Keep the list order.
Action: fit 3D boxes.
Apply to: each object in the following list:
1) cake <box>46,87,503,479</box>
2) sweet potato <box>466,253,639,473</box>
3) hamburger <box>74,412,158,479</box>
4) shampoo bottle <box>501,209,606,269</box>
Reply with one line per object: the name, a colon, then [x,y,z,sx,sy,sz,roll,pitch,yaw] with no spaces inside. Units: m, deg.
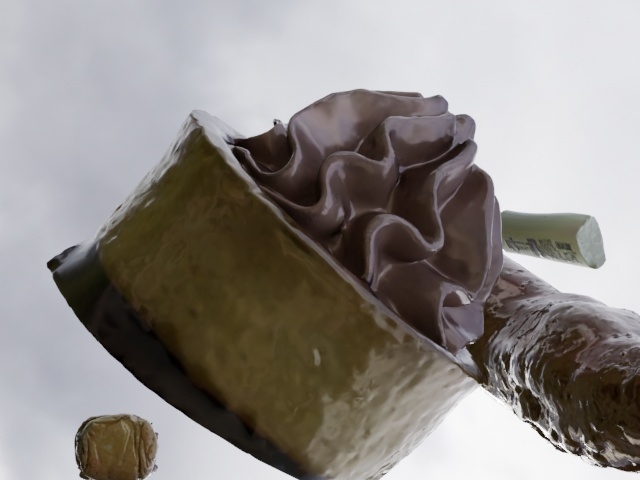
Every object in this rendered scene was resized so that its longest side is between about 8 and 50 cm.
cake: [0.000,0.000,0.723,0.178,0.208,0.185,-57,-163,9]
sweet potato: [0.151,0.077,0.886,0.354,0.095,0.106,-139,-136,-69]
hamburger: [-0.201,0.206,1.489,0.044,0.083,0.076,-148,-119,-80]
shampoo bottle: [0.182,-0.006,1.309,0.141,0.034,0.049,9,-36,47]
